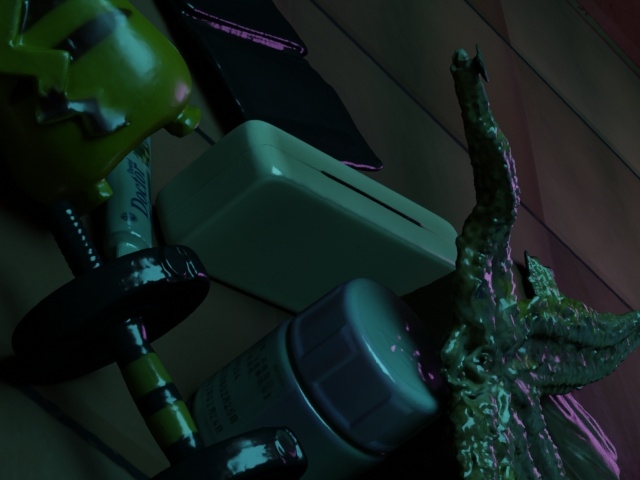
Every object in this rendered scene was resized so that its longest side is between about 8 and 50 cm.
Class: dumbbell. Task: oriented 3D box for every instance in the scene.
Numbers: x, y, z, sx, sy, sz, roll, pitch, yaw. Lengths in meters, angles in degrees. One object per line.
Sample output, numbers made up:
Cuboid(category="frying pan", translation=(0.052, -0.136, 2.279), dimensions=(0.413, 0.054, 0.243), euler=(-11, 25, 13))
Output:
Cuboid(category="dumbbell", translation=(-0.109, 0.110, 1.187), dimensions=(0.143, 0.143, 0.325), euler=(4, 53, -61))

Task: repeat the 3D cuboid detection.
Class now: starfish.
Cuboid(category="starfish", translation=(0.181, 0.110, 1.335), dimensions=(0.384, 0.132, 0.398), euler=(28, 52, -50))

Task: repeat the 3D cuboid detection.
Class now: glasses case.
Cuboid(category="glasses case", translation=(0.000, 0.000, 1.571), dimensions=(0.313, 0.131, 0.070), euler=(25, 35, -47))

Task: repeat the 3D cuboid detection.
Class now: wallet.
Cuboid(category="wallet", translation=(-0.071, -0.201, 1.845), dimensions=(0.247, 0.041, 0.323), euler=(12, 42, -58))

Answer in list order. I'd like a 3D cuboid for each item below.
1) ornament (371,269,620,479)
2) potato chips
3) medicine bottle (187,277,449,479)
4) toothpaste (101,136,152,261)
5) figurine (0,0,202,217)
Cuboid(category="ornament", translation=(0.130, 0.168, 1.507), dimensions=(0.217, 0.235, 0.221), euler=(51, 49, -12))
Cuboid(category="potato chips", translation=(0.296, 0.102, 2.117), dimensions=(0.092, 0.028, 0.207), euler=(26, 33, -44))
Cuboid(category="medicine bottle", translation=(0.000, 0.122, 1.344), dimensions=(0.135, 0.168, 0.135), euler=(41, 26, -25))
Cuboid(category="toothpaste", translation=(-0.163, -0.043, 1.453), dimensions=(0.067, 0.037, 0.255), euler=(39, 23, -29))
Cuboid(category="figurine", translation=(-0.245, -0.169, 1.322), dimensions=(0.327, 0.218, 0.169), euler=(47, -18, 4))
